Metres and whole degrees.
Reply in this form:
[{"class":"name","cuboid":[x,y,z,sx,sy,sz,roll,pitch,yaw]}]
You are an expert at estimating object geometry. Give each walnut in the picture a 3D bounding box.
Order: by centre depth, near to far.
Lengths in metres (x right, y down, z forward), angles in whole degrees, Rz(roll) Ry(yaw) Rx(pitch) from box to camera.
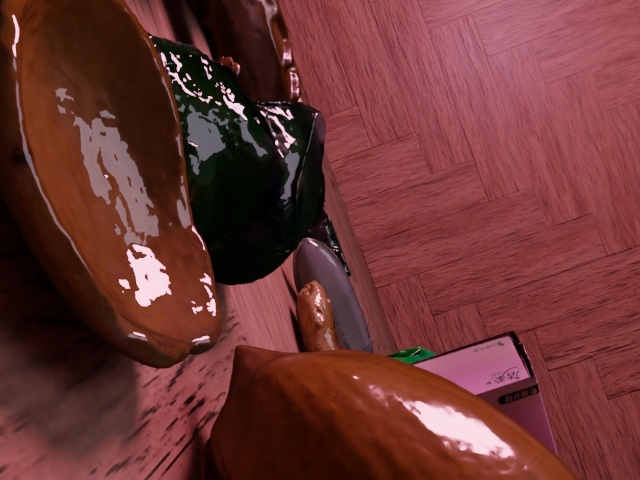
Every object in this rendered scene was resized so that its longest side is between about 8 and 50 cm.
[{"class":"walnut","cuboid":[0.044,0.170,0.462,0.298,0.203,0.203,48,-4,26]}]

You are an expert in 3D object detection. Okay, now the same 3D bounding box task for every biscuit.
[{"class":"biscuit","cuboid":[-0.097,-0.279,1.014,0.332,0.103,0.332,166,-90,-90]}]

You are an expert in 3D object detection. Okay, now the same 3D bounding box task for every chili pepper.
[{"class":"chili pepper","cuboid":[-0.061,-0.045,0.591,0.264,0.116,0.148,50,36,-67]}]

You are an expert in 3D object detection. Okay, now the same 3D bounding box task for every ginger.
[{"class":"ginger","cuboid":[0.017,0.160,0.988,0.133,0.059,0.214,23,47,-72]}]

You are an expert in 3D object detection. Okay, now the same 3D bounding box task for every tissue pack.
[{"class":"tissue pack","cuboid":[0.123,0.215,0.835,0.092,0.246,0.148,-98,167,-63]}]

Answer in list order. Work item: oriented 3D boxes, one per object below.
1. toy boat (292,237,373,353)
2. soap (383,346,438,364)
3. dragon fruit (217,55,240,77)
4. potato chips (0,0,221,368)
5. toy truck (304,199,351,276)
[{"class":"toy boat","cuboid":[0.013,0.089,1.104,0.085,0.078,0.260,43,-17,44]},{"class":"soap","cuboid":[0.128,0.295,1.026,0.218,0.098,0.273,-125,-149,-73]},{"class":"dragon fruit","cuboid":[-0.107,-0.106,0.709,0.126,0.068,0.112,143,-56,-83]},{"class":"potato chips","cuboid":[-0.114,-0.030,0.389,0.195,0.062,0.208,-95,166,-46]},{"class":"toy truck","cuboid":[0.000,0.000,1.302,0.079,0.065,0.147,-82,152,-82]}]
